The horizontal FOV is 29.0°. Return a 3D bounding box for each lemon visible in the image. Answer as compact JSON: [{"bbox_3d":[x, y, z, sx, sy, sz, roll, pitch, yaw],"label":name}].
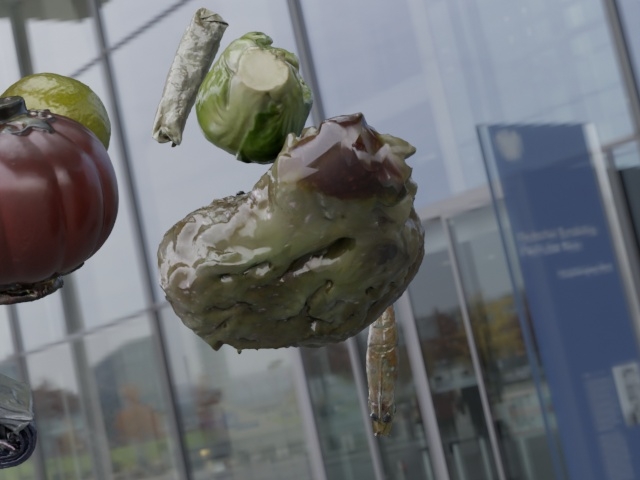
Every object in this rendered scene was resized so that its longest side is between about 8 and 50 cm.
[{"bbox_3d":[-0.403,-0.159,1.860,0.184,0.184,0.248,-12,3,4],"label":"lemon"}]

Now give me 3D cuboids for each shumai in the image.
[{"bbox_3d":[0.002,0.000,1.446,0.346,0.217,0.283,-2,-15,-26],"label":"shumai"}]

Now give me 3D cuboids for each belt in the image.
[{"bbox_3d":[-0.558,0.274,1.960,0.231,0.139,0.126,31,4,-21],"label":"belt"}]

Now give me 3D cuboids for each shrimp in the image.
[{"bbox_3d":[0.092,0.175,1.814,0.048,0.223,0.126,2,8,4],"label":"shrimp"}]

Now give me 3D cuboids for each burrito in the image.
[{"bbox_3d":[-0.246,-0.300,2.308,0.082,0.275,0.059,27,-15,-38],"label":"burrito"}]

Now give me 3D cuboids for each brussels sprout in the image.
[{"bbox_3d":[-0.077,-0.165,1.493,0.145,0.131,0.183,-49,-10,10],"label":"brussels sprout"}]

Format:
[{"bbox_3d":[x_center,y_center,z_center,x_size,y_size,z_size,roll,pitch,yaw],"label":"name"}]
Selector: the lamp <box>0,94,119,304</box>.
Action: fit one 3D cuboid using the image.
[{"bbox_3d":[-0.412,-0.052,1.608,0.303,0.256,0.303,-8,14,2],"label":"lamp"}]
